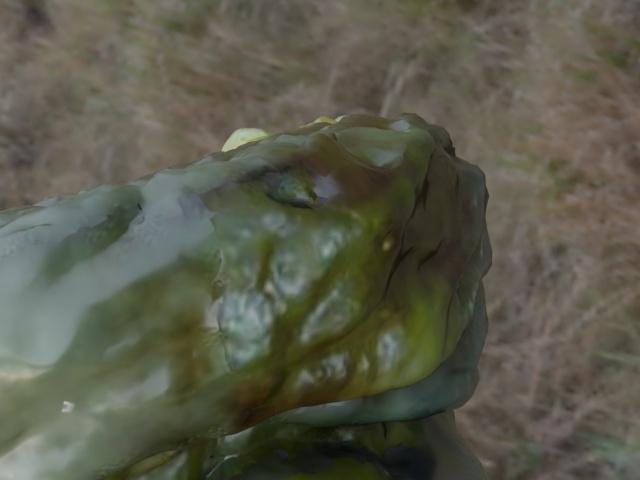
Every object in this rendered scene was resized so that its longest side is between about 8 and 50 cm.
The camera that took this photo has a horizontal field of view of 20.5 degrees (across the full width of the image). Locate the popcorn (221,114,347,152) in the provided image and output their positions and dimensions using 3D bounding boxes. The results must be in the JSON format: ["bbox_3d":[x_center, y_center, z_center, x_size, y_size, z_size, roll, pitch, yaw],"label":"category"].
[{"bbox_3d":[0.000,0.000,0.954,0.162,0.141,0.135,39,97,34],"label":"popcorn"}]

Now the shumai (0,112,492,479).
[{"bbox_3d":[-0.052,0.105,0.667,0.304,0.309,0.263,-18,91,60],"label":"shumai"}]
